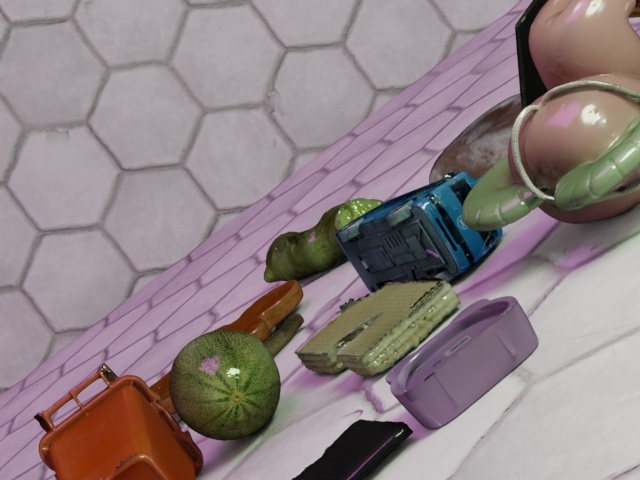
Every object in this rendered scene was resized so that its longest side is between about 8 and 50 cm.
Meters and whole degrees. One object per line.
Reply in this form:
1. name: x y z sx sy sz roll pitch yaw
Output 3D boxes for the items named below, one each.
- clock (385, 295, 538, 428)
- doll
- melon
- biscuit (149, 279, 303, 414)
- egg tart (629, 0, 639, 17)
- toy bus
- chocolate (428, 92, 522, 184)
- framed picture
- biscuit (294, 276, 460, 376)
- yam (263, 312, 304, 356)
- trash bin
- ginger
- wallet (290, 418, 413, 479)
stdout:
1. clock: 0.138 0.119 1.477 0.152 0.050 0.110 -38 10 -9
2. doll: 0.282 -0.126 1.661 0.268 0.216 0.284 -50 17 -30
3. melon: -0.119 0.178 1.855 0.139 0.139 0.192 -38 10 -9
4. biscuit: -0.143 0.168 2.259 0.324 0.049 0.205 -43 12 -29
5. egg tart: 0.513 -0.417 2.155 0.341 0.132 0.341 -10 -5 -1
6. toy bus: 0.128 -0.007 1.936 0.134 0.113 0.246 -35 6 -27
7. chocolate: 0.265 -0.157 2.259 0.254 0.080 0.157 -26 15 49
8. framed picture: 0.311 -0.228 2.010 0.013 0.244 0.324 3 28 21
9. biscuit: 0.063 0.107 1.818 0.147 0.046 0.250 -41 11 -18
10. yam: -0.093 0.174 2.108 0.027 0.029 0.234 7 36 33
11. trash bin: -0.235 0.268 1.746 0.161 0.184 0.239 -37 15 -2
12. ginger: 0.003 0.000 2.450 0.290 0.089 0.137 -34 27 43
13. wallet: -0.020 0.259 1.450 0.244 0.025 0.124 -39 10 -21
